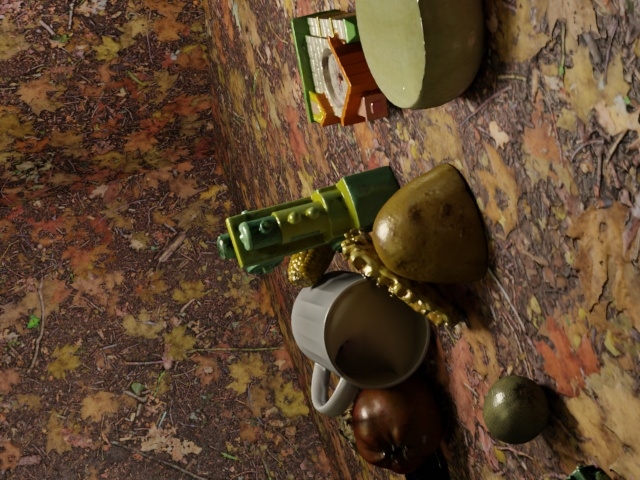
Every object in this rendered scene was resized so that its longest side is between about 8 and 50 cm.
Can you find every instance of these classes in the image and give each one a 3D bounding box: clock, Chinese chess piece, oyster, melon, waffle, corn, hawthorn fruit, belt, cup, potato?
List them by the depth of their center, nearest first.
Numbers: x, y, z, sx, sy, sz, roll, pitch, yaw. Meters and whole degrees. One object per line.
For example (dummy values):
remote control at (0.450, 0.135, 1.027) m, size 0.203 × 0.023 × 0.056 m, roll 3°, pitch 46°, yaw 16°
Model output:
Chinese chess piece at (0.139, -0.316, 1.045) m, size 0.250 × 0.101 × 0.250 m, roll 164°, pitch 90°, yaw -77°
melon at (0.298, 0.262, 1.109) m, size 0.130 × 0.098 × 0.098 m, roll 98°, pitch 152°, yaw -52°
potato at (0.168, -0.008, 1.207) m, size 0.178 × 0.158 × 0.203 m, roll -144°, pitch 36°, yaw -71°
waffle at (0.148, 0.074, 1.341) m, size 0.262 × 0.060 × 0.280 m, roll 40°, pitch -173°, yaw 10°
clock at (0.045, -0.328, 1.402) m, size 0.255 × 0.106 × 0.219 m, roll -137°, pitch 33°, yaw -64°
hawthorn fruit at (0.168, 0.385, 1.607) m, size 0.248 × 0.208 × 0.208 m, roll -83°, pitch -14°, yaw -61°
cup at (0.061, 0.226, 1.611) m, size 0.322 × 0.237 × 0.327 m, roll -66°, pitch 14°, yaw -7°
corn at (0.002, -0.003, 1.713) m, size 0.313 × 0.102 × 0.102 m, roll -70°, pitch -19°, yaw -46°
belt at (0.241, 0.545, 1.722) m, size 0.151 × 0.078 × 0.198 m, roll -122°, pitch 17°, yaw -61°
oyster at (0.128, 0.418, 1.740) m, size 0.092 × 0.198 × 0.259 m, roll -18°, pitch 128°, yaw 44°

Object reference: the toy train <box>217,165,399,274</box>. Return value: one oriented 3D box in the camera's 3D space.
toy train at (-0.031, -0.035, 1.503) m, size 0.237 × 0.369 × 0.150 m, roll 134°, pitch 118°, yaw -71°

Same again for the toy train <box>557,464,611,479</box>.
toy train at (0.337, 0.380, 1.015) m, size 0.071 × 0.111 × 0.170 m, roll 60°, pitch 141°, yaw 33°
